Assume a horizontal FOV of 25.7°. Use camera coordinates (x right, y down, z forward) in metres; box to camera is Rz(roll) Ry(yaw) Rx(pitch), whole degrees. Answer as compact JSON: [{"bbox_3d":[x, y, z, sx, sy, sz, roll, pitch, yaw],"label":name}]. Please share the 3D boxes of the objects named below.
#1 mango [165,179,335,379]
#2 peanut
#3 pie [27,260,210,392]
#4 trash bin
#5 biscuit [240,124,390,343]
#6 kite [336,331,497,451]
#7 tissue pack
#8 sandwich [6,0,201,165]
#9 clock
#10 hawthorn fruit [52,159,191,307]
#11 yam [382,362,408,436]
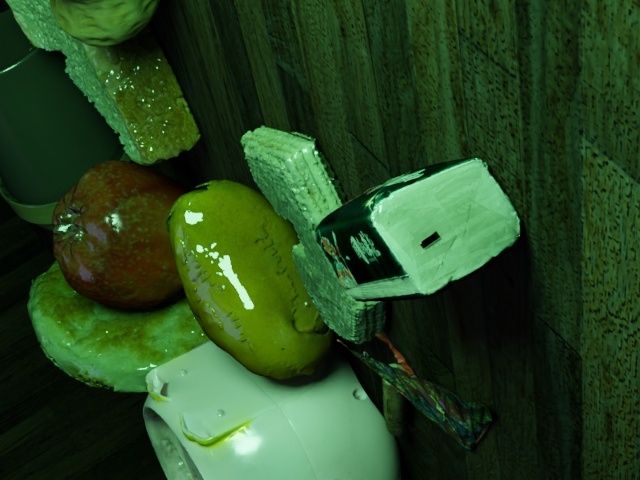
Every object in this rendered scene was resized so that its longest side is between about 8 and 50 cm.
[{"bbox_3d":[-0.082,0.048,1.580,0.249,0.151,0.156,58,-161,-13],"label":"mango"},{"bbox_3d":[-0.232,-0.293,1.386,0.147,0.147,0.319,54,165,14],"label":"peanut"},{"bbox_3d":[-0.268,0.095,2.035,0.371,0.296,0.078,42,145,37],"label":"pie"},{"bbox_3d":[-0.389,-0.157,2.027,0.214,0.214,0.334,40,159,50],"label":"trash bin"},{"bbox_3d":[0.000,0.000,1.424,0.147,0.046,0.250,27,146,62],"label":"biscuit"},{"bbox_3d":[0.102,0.152,1.397,0.232,0.009,0.189,16,149,52],"label":"kite"},{"bbox_3d":[0.071,-0.006,1.073,0.090,0.103,0.170,63,165,-5],"label":"tissue pack"},{"bbox_3d":[-0.274,-0.239,1.724,0.254,0.099,0.288,14,134,60],"label":"sandwich"},{"bbox_3d":[-0.041,0.299,1.769,0.368,0.250,0.377,37,148,51],"label":"clock"},{"bbox_3d":[-0.246,-0.004,1.947,0.205,0.253,0.205,-10,76,46],"label":"hawthorn fruit"},{"bbox_3d":[0.084,0.179,1.549,0.032,0.032,0.145,50,165,26],"label":"yam"}]
